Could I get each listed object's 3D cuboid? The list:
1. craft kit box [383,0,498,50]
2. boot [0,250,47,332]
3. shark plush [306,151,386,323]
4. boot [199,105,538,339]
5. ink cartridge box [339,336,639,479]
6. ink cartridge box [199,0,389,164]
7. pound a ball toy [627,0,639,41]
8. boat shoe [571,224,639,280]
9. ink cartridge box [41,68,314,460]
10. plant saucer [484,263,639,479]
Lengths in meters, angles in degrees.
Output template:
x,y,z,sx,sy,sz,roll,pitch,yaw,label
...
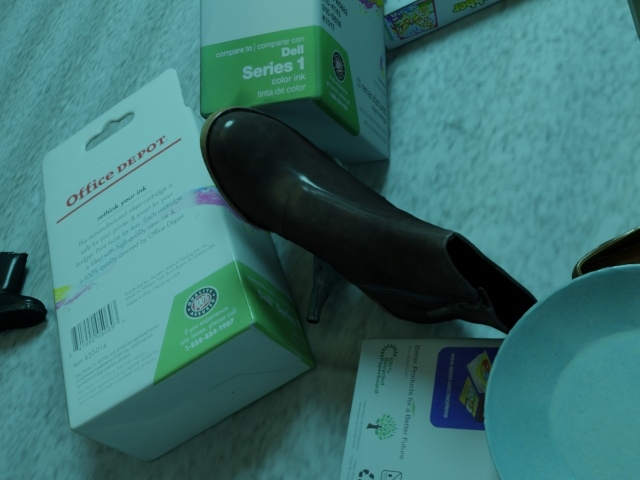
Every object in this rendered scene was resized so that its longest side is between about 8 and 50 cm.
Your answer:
x,y,z,sx,sy,sz,roll,pitch,yaw,label
0.158,-0.360,0.903,0.246,0.061,0.250,-22,54,22,craft kit box
-0.375,0.059,0.987,0.121,0.045,0.099,-15,53,25,boot
0.000,0.000,0.773,0.073,0.067,0.161,9,68,35,shark plush
0.037,-0.018,0.623,0.090,0.248,0.206,-56,27,-14,boot
0.174,0.154,0.578,0.332,0.065,0.166,-3,61,32,ink cartridge box
-0.019,-0.228,0.776,0.117,0.201,0.278,-5,79,21,ink cartridge box
0.425,-0.221,0.600,0.319,0.136,0.208,-35,50,10,pound a ball toy
0.274,0.006,0.606,0.177,0.060,0.064,-26,52,16,boat shoe
-0.161,0.012,0.831,0.207,0.119,0.354,-31,52,13,ink cartridge box
0.204,0.110,0.520,0.194,0.037,0.195,-16,55,24,plant saucer
